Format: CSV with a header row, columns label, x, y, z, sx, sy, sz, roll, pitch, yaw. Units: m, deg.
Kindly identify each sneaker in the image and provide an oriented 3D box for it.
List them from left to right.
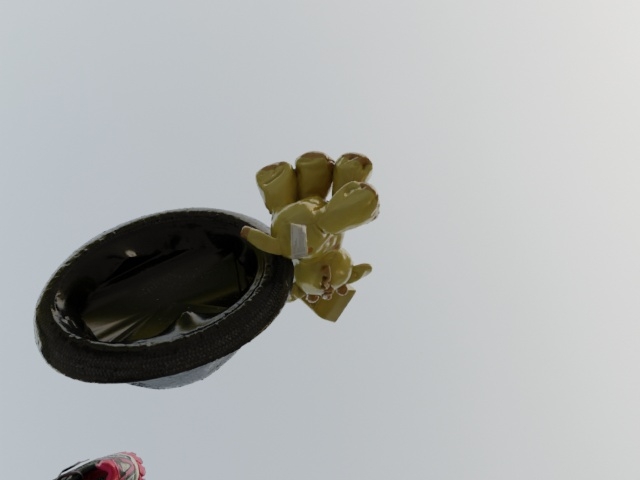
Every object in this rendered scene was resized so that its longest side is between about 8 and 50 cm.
label,x,y,z,sx,sy,sz,roll,pitch,yaw
sneaker,-0.479,0.476,0.967,0.299,0.112,0.121,-31,-112,-6

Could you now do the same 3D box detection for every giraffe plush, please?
label,x,y,z,sx,sy,sz,roll,pitch,yaw
giraffe plush,0.000,0.000,0.743,0.181,0.170,0.210,2,-132,17

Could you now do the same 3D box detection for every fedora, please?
label,x,y,z,sx,sy,sz,roll,pitch,yaw
fedora,-0.198,0.096,0.731,0.334,0.152,0.334,-1,-138,1

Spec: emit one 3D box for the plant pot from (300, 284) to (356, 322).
label,x,y,z,sx,sy,sz,roll,pitch,yaw
plant pot,0.003,0.104,1.035,0.081,0.083,0.081,39,-79,30
